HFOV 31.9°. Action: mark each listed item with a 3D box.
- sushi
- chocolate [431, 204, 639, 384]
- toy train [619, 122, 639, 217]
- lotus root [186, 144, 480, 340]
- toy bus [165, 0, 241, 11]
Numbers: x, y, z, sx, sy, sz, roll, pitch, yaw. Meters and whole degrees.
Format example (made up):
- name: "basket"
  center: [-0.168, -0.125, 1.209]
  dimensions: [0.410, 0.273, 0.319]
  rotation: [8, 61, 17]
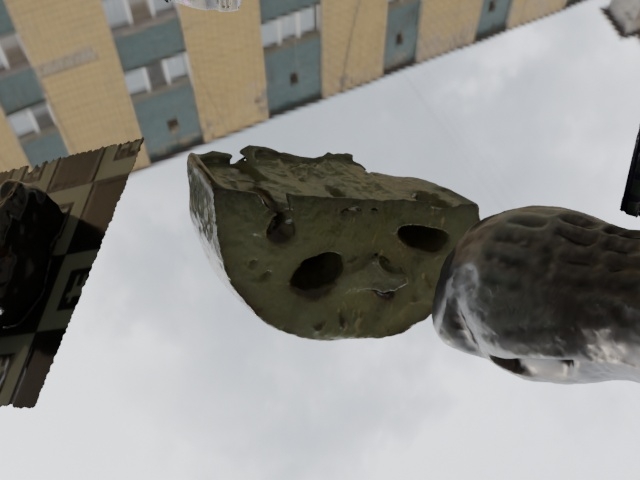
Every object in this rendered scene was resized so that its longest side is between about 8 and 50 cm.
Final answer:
- name: "sushi"
  center: [-0.384, 0.015, 1.162]
  dimensions: [0.373, 0.100, 0.296]
  rotation: [-6, -122, 42]
- name: "chocolate"
  center: [0.171, 0.035, 0.629]
  dimensions: [0.248, 0.110, 0.110]
  rotation: [8, -120, 40]
- name: "toy train"
  center: [0.180, -0.047, 0.617]
  dimensions: [0.017, 0.083, 0.017]
  rotation: [18, -129, 18]
- name: "lotus root"
  center: [0.000, 0.000, 0.899]
  dimensions: [0.235, 0.119, 0.138]
  rotation: [9, -81, -25]
- name: "toy bus"
  center: [-0.120, -0.369, 1.096]
  dimensions: [0.157, 0.139, 0.289]
  rotation: [5, -120, 0]
